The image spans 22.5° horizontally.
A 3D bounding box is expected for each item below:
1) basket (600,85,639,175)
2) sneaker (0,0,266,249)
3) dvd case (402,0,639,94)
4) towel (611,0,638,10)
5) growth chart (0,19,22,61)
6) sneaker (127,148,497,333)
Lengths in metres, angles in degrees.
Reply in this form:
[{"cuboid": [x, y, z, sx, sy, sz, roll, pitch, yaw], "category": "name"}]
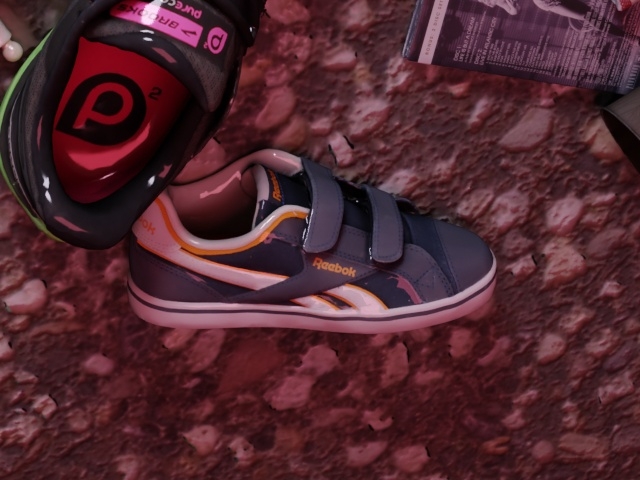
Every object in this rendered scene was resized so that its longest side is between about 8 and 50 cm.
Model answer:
[{"cuboid": [0.389, -0.112, 1.390, 0.227, 0.154, 0.204, -39, 121, 3], "category": "basket"}, {"cuboid": [-0.089, -0.197, 1.182, 0.185, 0.202, 0.483, 16, 112, -23], "category": "sneaker"}, {"cuboid": [0.192, -0.213, 1.356, 0.221, 0.018, 0.164, 6, 115, -19], "category": "dvd case"}, {"cuboid": [0.341, -0.363, 1.299, 0.329, 0.037, 0.237, -30, 118, 0], "category": "towel"}, {"cuboid": [-0.326, -0.117, 1.199, 0.172, 0.021, 0.237, 46, 63, -35], "category": "growth chart"}, {"cuboid": [0.000, 0.000, 1.352, 0.321, 0.126, 0.127, -2, 123, -12], "category": "sneaker"}]
